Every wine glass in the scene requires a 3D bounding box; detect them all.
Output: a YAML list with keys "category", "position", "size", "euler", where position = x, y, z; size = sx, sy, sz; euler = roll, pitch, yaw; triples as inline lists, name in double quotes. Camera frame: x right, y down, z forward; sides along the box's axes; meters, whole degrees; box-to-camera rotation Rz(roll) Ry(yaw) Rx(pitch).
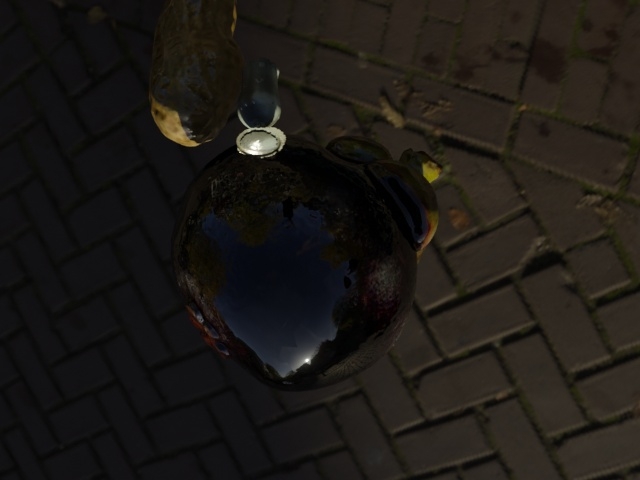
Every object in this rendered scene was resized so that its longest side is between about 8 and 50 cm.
- category: "wine glass"
  position: [-0.047, -0.110, 0.862]
  size: [0.039, 0.083, 0.042]
  euler: [23, 139, -28]

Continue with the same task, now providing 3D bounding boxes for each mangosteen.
- category: "mangosteen"
  position: [0.000, 0.000, 1.069]
  size: [0.275, 0.302, 0.275]
  euler: [49, 163, 20]

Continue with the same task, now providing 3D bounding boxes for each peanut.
- category: "peanut"
  position: [-0.136, -0.209, 1.199]
  size: [0.108, 0.095, 0.226]
  euler: [-9, 61, 17]
